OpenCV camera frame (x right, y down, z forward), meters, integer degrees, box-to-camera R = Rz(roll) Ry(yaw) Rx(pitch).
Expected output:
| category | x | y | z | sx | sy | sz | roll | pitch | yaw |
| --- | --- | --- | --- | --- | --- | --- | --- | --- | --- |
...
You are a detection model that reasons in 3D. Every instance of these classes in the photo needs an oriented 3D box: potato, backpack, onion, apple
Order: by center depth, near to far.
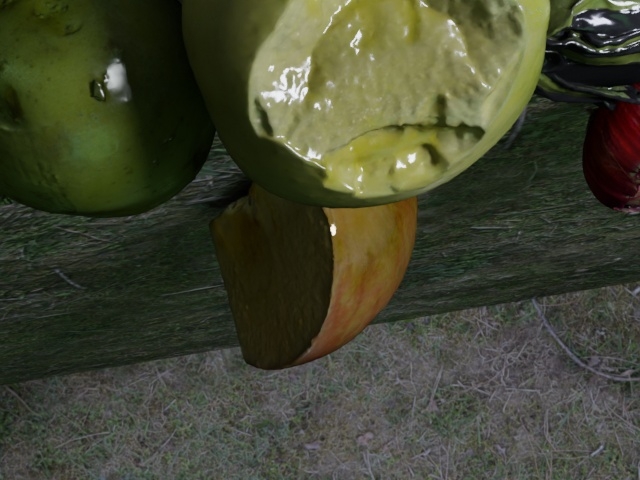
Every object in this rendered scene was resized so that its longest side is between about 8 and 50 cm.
| category | x | y | z | sx | sy | sz | roll | pitch | yaw |
| --- | --- | --- | --- | --- | --- | --- | --- | --- | --- |
| apple | 0.027 | -0.155 | 1.011 | 0.279 | 0.279 | 0.279 | -12 | 167 | -3 |
| potato | -0.182 | -0.118 | 1.104 | 0.216 | 0.216 | 0.304 | -14 | 179 | 10 |
| backpack | 0.256 | -0.203 | 1.276 | 0.253 | 0.140 | 0.207 | -10 | 166 | -28 |
| onion | 0.420 | -0.135 | 1.687 | 0.248 | 0.161 | 0.248 | -20 | 175 | -2 |
| apple | 0.000 | 0.000 | 1.810 | 0.252 | 0.314 | 0.309 | 39 | 146 | -16 |
